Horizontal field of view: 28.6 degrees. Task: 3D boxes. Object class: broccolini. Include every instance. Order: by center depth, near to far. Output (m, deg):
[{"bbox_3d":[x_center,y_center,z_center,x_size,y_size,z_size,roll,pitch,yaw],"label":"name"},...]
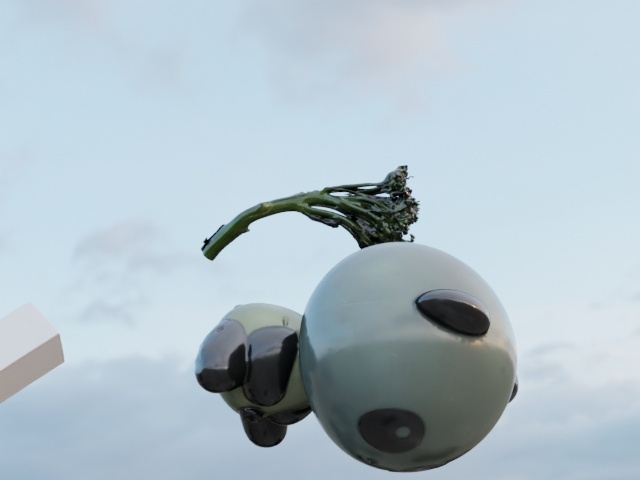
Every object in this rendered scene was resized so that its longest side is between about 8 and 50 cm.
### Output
[{"bbox_3d":[-0.009,0.001,1.492,0.272,0.123,0.062,-14,-6,12],"label":"broccolini"}]

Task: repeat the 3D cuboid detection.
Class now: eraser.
[{"bbox_3d":[-0.499,0.204,1.726,0.298,0.078,0.076,-34,-30,-27],"label":"eraser"}]

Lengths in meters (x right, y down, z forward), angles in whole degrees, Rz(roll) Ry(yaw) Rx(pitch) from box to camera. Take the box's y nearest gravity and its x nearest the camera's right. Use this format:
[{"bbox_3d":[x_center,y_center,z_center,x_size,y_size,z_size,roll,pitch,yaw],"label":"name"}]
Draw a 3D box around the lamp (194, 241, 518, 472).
[{"bbox_3d":[0.035,0.097,1.007,0.244,0.197,0.198,-8,-16,15],"label":"lamp"}]
